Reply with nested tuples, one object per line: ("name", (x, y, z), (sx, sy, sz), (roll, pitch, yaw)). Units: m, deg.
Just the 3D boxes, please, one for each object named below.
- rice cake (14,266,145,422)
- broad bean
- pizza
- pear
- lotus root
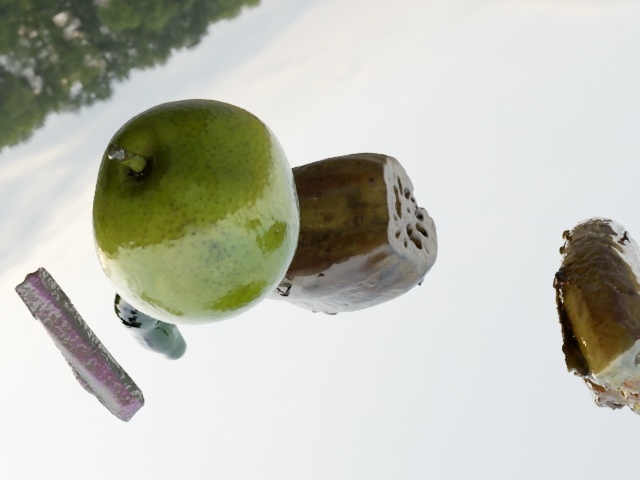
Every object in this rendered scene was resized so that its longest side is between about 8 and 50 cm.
("rice cake", (-0.275, 0.121, 1.308), (0.047, 0.207, 0.036), (-33, -174, 33))
("broad bean", (-0.157, 0.067, 1.244), (0.292, 0.144, 0.049), (-35, -146, 51))
("pizza", (0.243, 0.063, 0.938), (0.085, 0.161, 0.305), (-27, -176, 18))
("pear", (-0.109, -0.033, 0.875), (0.166, 0.216, 0.180), (-6, -119, 27))
("lotus root", (0.006, -0.002, 1.338), (0.291, 0.193, 0.193), (-11, -156, 42))
